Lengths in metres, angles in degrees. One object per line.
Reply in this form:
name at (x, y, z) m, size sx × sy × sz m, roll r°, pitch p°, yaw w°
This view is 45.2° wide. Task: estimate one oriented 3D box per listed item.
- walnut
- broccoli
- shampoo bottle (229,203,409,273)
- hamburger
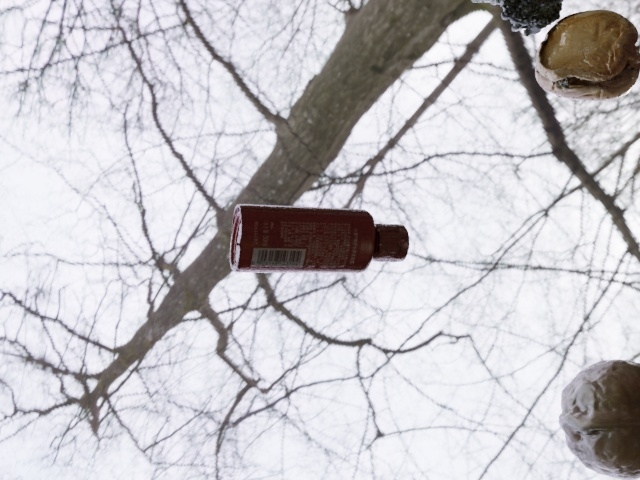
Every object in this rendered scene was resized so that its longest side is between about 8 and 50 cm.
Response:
walnut at (0.628, 0.373, 1.614) m, size 0.248 × 0.248 × 0.249 m, roll 13°, pitch -123°, yaw -20°
broccoli at (0.369, -0.505, 1.556) m, size 0.164 × 0.146 × 0.304 m, roll 25°, pitch -169°, yaw -23°
shampoo bottle at (-0.001, 0.000, 1.338) m, size 0.314 × 0.076 × 0.118 m, roll 1°, pitch -81°, yaw -20°
hamburger at (0.637, -0.442, 1.858) m, size 0.243 × 0.146 × 0.286 m, roll -27°, pitch -135°, yaw -2°
